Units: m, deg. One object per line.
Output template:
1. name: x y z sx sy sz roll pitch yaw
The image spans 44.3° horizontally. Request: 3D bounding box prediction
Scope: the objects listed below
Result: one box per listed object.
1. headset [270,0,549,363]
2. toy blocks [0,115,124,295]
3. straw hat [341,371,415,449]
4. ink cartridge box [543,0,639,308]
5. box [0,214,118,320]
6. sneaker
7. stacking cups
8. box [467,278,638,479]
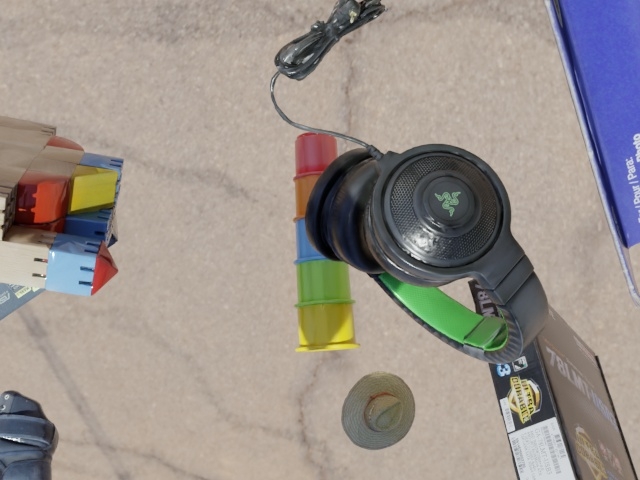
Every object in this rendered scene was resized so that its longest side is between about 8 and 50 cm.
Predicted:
1. headset: 0.095 -0.048 0.798 0.394 0.185 0.243 51 162 -21
2. toy blocks: -0.356 -0.056 0.931 0.260 0.381 0.191 9 112 -12
3. straw hat: 0.112 0.302 1.369 0.144 0.145 0.061 31 167 -11
4. ink cartridge box: 0.153 -0.116 0.431 0.045 0.224 0.223 -15 127 21
5. box: -0.441 0.019 1.275 0.232 0.183 0.059 -35 112 -3
6. sneaker: -0.460 0.283 1.032 0.226 0.163 0.086 0 141 -7
7. stacking cups: 0.000 0.000 1.133 0.096 0.316 0.096 -4 173 0
8. box: 0.301 0.218 0.965 0.073 0.293 0.295 -26 135 25
